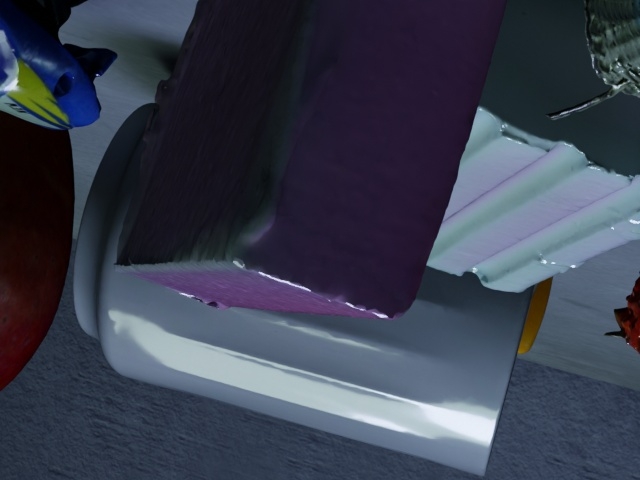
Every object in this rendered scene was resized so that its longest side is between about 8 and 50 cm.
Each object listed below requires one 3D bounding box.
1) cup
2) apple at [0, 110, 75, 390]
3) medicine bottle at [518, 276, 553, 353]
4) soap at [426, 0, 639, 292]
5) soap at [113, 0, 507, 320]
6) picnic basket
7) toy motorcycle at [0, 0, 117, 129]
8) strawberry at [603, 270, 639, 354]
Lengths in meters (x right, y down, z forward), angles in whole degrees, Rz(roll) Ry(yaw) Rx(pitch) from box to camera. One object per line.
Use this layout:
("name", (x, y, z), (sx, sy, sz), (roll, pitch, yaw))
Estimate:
("cup", (0.000, 0.000, 0.918), (0.327, 0.236, 0.322), (16, 144, 10))
("apple", (-0.309, -0.066, 0.704), (0.329, 0.295, 0.365), (19, 166, 29))
("medicine bottle", (0.109, 0.031, 1.245), (0.222, 0.112, 0.149), (22, 171, -38))
("soap", (0.093, -0.050, 0.641), (0.145, 0.091, 0.230), (18, 163, -11))
("soap", (-0.014, -0.060, 0.563), (0.081, 0.181, 0.259), (19, 171, -18))
("picnic basket", (0.125, -0.090, 0.504), (0.083, 0.065, 0.083), (16, 153, -37))
("toy motorcycle", (-0.161, -0.129, 0.402), (0.113, 0.168, 0.315), (12, 170, 28))
("strawberry", (0.317, 0.023, 0.906), (0.167, 0.087, 0.208), (5, 153, -23))
